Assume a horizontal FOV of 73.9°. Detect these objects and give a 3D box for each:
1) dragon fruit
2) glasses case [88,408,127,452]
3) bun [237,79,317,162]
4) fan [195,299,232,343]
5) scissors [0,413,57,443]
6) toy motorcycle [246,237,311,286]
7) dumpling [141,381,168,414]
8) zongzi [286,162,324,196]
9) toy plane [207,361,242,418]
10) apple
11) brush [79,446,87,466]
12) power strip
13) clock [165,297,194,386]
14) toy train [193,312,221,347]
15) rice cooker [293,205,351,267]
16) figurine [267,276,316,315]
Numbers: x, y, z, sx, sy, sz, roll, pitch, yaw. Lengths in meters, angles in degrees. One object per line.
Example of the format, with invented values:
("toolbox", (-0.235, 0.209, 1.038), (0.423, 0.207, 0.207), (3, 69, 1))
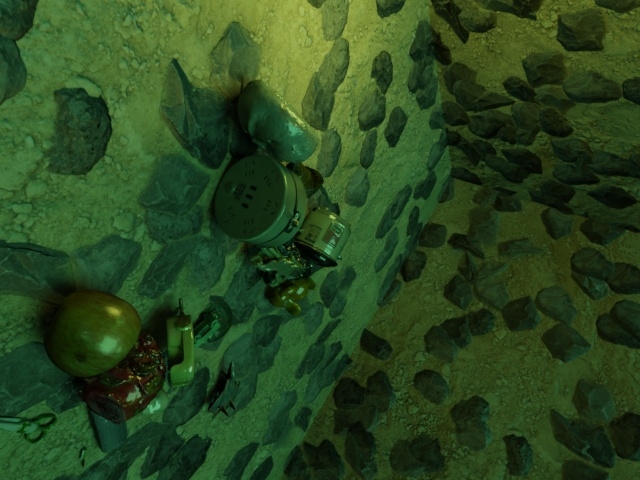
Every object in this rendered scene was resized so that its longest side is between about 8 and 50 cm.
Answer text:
("dragon fruit", (-0.667, 0.469, 1.488), (0.269, 0.250, 0.291), (-60, -173, 36))
("glasses case", (-0.794, 0.685, 1.599), (0.109, 0.067, 0.283), (-32, 134, -47))
("bun", (-0.170, -0.424, 1.566), (0.194, 0.354, 0.354), (-45, 150, 9))
("fan", (-0.500, 0.375, 1.882), (0.294, 0.012, 0.224), (-19, 126, -50))
("scissors", (-0.940, 0.586, 1.346), (0.101, 0.027, 0.204), (-56, 150, -17))
("toy motorcycle", (-0.192, 0.089, 1.965), (0.236, 0.169, 0.410), (-21, 143, 1))
("dumpling", (-0.667, 0.633, 1.729), (0.169, 0.099, 0.134), (26, 75, -61))
("zongzi", (-0.071, -0.302, 1.888), (0.286, 0.138, 0.300), (-37, 159, -40))
("toy plane", (-0.463, 0.721, 2.095), (0.222, 0.104, 0.327), (-19, 122, -52))
("apple", (-0.698, 0.274, 1.291), (0.264, 0.264, 0.265), (-35, 138, -40))
("brush", (-0.889, 0.813, 1.588), (0.021, 0.018, 0.084), (0, 111, -46))
("power strip", (-0.220, -0.142, 1.615), (0.161, 0.357, 0.358), (23, 91, -60))
("clock", (-0.533, 0.383, 1.607), (0.096, 0.308, 0.235), (-2, 154, -19))
("toy train", (-0.503, 0.385, 1.818), (0.172, 0.070, 0.100), (-43, 150, -32))
("rice cooker", (0.000, 0.000, 2.152), (0.316, 0.264, 0.317), (-1, 93, -28))
("figurine", (-0.157, 0.266, 2.197), (0.215, 0.215, 0.228), (80, 30, -43))
